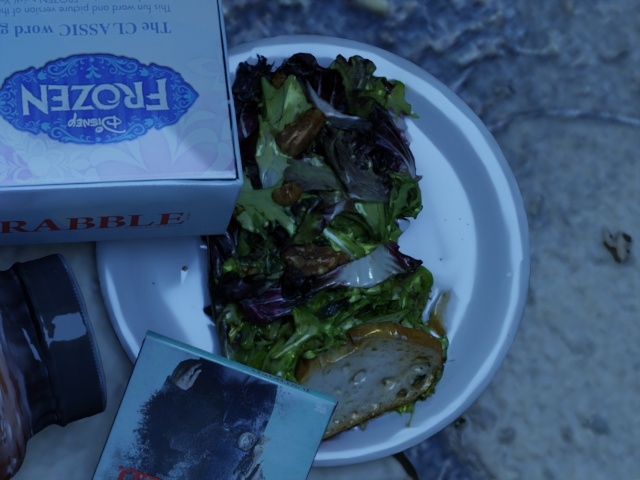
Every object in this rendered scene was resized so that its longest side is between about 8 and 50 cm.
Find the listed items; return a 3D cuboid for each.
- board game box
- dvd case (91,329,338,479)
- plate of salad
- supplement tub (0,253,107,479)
[{"bbox_3d":[-0.207,-0.150,0.840,0.318,0.066,0.318,-2,70,-10],"label":"board game box"},{"bbox_3d":[-0.054,0.107,0.829,0.087,0.013,0.119,21,101,-5],"label":"dvd case"},{"bbox_3d":[0.000,0.000,0.871,0.199,0.048,0.200,2,77,-9],"label":"plate of salad"},{"bbox_3d":[-0.190,0.065,0.791,0.198,0.106,0.106,-15,80,-13],"label":"supplement tub"}]
